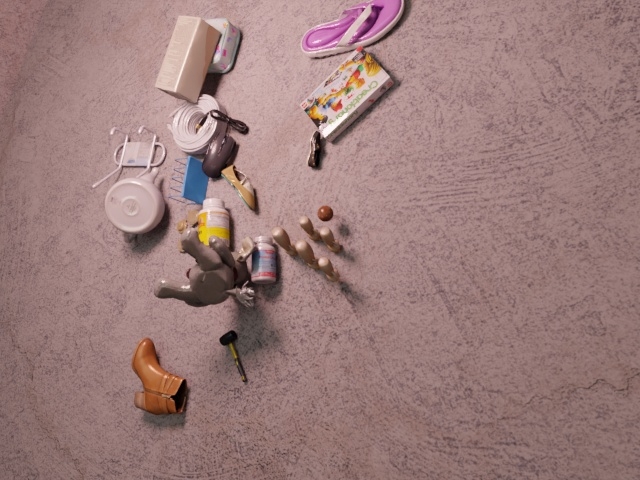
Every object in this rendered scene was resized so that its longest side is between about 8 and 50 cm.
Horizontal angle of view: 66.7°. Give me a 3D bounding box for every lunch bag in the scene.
[{"bbox_3d":[-0.491,-0.834,2.109,0.279,0.108,0.224,10,87,32],"label":"lunch bag"}]

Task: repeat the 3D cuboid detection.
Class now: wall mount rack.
[{"bbox_3d":[-0.874,-0.361,2.194,0.350,0.130,0.304,6,81,31],"label":"wall mount rack"}]

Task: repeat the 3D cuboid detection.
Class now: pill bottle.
[{"bbox_3d":[-0.203,0.070,1.735,0.087,0.087,0.160,-10,74,27],"label":"pill bottle"},{"bbox_3d":[-0.408,-0.047,1.861,0.117,0.117,0.215,-12,72,26],"label":"pill bottle"}]

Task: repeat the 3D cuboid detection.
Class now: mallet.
[{"bbox_3d":[-0.312,0.420,1.743,0.062,0.039,0.190,-27,70,20],"label":"mallet"}]

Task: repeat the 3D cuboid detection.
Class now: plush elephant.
[{"bbox_3d":[-0.356,0.099,1.690,0.330,0.255,0.272,24,106,-4],"label":"plush elephant"}]

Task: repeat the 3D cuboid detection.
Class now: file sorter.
[{"bbox_3d":[-0.539,-0.241,1.986,0.104,0.118,0.170,0,78,33],"label":"file sorter"}]

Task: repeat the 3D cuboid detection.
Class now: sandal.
[{"bbox_3d":[0.102,-0.780,1.767,0.416,0.102,0.169,-17,70,25],"label":"sandal"}]

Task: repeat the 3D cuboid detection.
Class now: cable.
[{"bbox_3d":[-0.511,-0.484,2.046,0.257,0.089,0.257,-33,65,18],"label":"cable"}]

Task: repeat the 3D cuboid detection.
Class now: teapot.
[{"bbox_3d":[-0.769,-0.146,2.057,0.256,0.187,0.252,-23,98,3],"label":"teapot"}]

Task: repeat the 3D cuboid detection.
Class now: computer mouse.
[{"bbox_3d":[-0.424,-0.389,1.929,0.184,0.060,0.262,30,95,-12],"label":"computer mouse"}]

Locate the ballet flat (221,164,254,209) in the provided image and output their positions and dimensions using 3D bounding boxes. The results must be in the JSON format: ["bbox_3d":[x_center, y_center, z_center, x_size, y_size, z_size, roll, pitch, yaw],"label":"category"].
[{"bbox_3d":[-0.303,-0.213,1.871,0.073,0.080,0.232,-40,62,-2],"label":"ballet flat"}]

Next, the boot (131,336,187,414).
[{"bbox_3d":[-0.606,0.514,1.836,0.220,0.109,0.283,-4,78,30],"label":"boot"}]

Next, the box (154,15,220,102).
[{"bbox_3d":[-0.544,-0.740,1.989,0.148,0.121,0.311,24,95,33],"label":"box"}]

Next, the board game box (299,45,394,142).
[{"bbox_3d":[0.089,-0.522,1.739,0.305,0.053,0.193,-42,62,14],"label":"board game box"}]

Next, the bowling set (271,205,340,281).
[{"bbox_3d":[0.000,0.000,1.629,0.287,0.154,0.200,35,77,32],"label":"bowling set"}]

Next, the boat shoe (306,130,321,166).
[{"bbox_3d":[-0.015,-0.329,1.752,0.042,0.049,0.133,10,89,33],"label":"boat shoe"}]

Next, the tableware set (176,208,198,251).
[{"bbox_3d":[-0.538,-0.040,1.990,0.141,0.020,0.169,-25,68,24],"label":"tableware set"}]
